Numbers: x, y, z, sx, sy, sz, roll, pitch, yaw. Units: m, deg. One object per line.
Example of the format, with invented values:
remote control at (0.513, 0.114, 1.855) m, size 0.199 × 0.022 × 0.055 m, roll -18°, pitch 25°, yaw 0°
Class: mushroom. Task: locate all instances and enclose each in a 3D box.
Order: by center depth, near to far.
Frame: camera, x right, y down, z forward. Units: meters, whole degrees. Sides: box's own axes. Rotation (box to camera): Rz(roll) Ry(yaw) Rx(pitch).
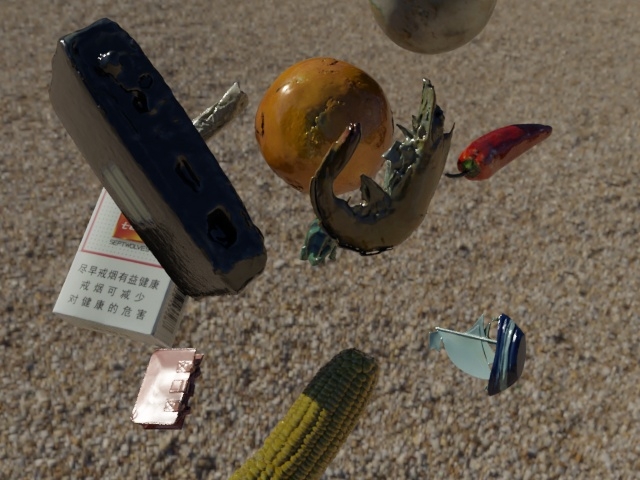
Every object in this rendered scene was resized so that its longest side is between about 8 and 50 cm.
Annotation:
mushroom at (0.209, -0.472, 1.493) m, size 0.243 × 0.243 × 0.243 m, roll 4°, pitch 33°, yaw -3°

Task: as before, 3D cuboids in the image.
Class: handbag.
handbag at (-0.394, 0.387, 2.099) m, size 0.157 × 0.059 × 0.212 m, roll -6°, pitch 53°, yaw 28°

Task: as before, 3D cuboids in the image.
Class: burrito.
burrito at (-0.238, -0.230, 1.650) m, size 0.229 × 0.058 × 0.063 m, roll -44°, pitch 9°, yaw -3°

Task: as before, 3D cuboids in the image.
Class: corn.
corn at (-0.023, 0.268, 1.086) m, size 0.101 × 0.101 × 0.292 m, roll 31°, pitch 78°, yaw 34°

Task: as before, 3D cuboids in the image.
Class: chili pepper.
chili pepper at (0.309, -0.157, 1.412) m, size 0.272 × 0.063 × 0.071 m, roll -28°, pitch 80°, yaw -32°

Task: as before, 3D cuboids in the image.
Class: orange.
orange at (0.007, -0.197, 1.415) m, size 0.246 × 0.246 × 0.246 m, roll 4°, pitch 33°, yaw -3°

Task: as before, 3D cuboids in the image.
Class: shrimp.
shrimp at (0.075, -0.093, 1.055) m, size 0.173 × 0.253 × 0.058 m, roll 7°, pitch 26°, yaw -10°

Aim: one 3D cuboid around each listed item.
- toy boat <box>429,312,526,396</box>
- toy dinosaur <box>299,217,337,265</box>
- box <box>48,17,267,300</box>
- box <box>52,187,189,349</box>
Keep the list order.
toy boat at (0.438, 0.279, 2.208) m, size 0.070 × 0.210 × 0.291 m, roll 15°, pitch 18°, yaw -50°
toy dinosaur at (-0.004, 0.015, 1.732) m, size 0.079 × 0.120 × 0.292 m, roll 17°, pitch 29°, yaw 6°
box at (-0.215, -0.081, 1.022) m, size 0.091 × 0.359 × 0.350 m, roll -35°, pitch 7°, yaw -19°
box at (-0.325, 0.013, 1.479) m, size 0.210 × 0.095 × 0.330 m, roll 10°, pitch 71°, yaw 18°
